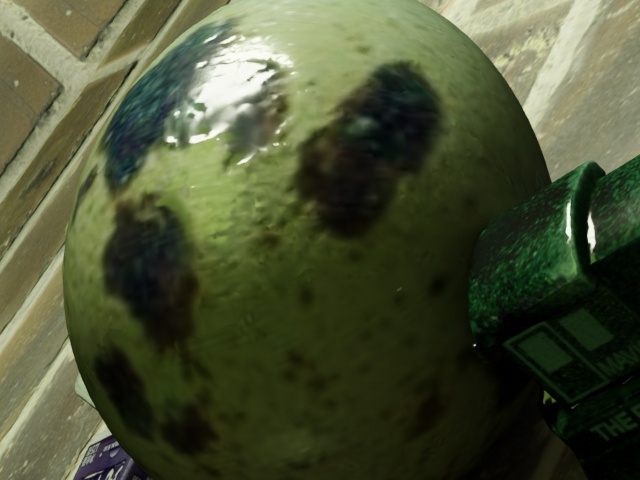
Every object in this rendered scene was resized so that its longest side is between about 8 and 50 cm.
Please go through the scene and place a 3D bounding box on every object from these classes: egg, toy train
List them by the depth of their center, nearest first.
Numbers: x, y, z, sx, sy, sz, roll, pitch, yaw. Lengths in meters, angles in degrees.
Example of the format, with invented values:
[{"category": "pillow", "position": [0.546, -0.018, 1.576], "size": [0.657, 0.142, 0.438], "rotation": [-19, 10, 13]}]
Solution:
[{"category": "toy train", "position": [0.234, 0.015, 0.934], "size": [0.330, 0.178, 0.138], "rotation": [-34, 24, 34]}, {"category": "egg", "position": [0.000, 0.000, 1.168], "size": [0.345, 0.345, 0.428], "rotation": [-28, 33, 41]}]

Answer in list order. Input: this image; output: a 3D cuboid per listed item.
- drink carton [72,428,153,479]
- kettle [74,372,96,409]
[{"category": "drink carton", "position": [-0.165, 0.261, 1.359], "size": [0.134, 0.102, 0.222], "rotation": [-27, 33, 52]}, {"category": "kettle", "position": [-0.087, 0.046, 1.505], "size": [0.318, 0.205, 0.265], "rotation": [-169, 83, -65]}]
